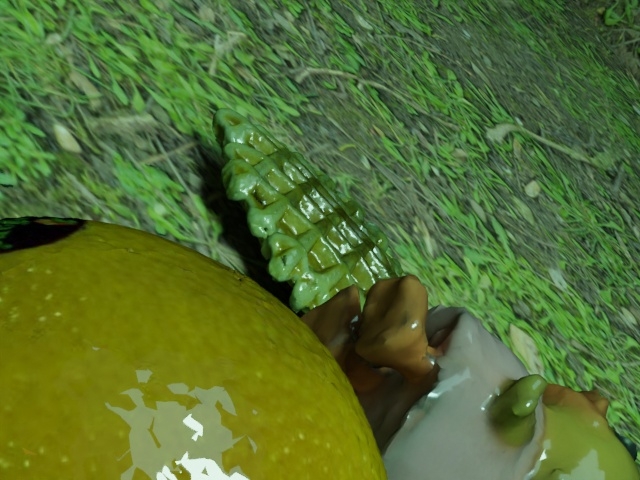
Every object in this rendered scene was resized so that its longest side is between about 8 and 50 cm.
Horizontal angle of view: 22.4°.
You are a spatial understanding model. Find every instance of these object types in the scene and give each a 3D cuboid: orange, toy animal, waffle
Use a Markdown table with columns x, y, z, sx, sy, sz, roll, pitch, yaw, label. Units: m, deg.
| x | y | z | sx | sy | sz | roll | pitch | yaw | label |
| --- | --- | --- | --- | --- | --- | --- | --- | --- | --- |
| -0.107 | 0.124 | 0.612 | 0.274 | 0.274 | 0.274 | 37 | 24 | -20 | orange |
| 0.114 | 0.150 | 1.097 | 0.281 | 0.195 | 0.169 | 30 | 66 | -25 | toy animal |
| 0.000 | 0.000 | 1.277 | 0.214 | 0.054 | 0.208 | 33 | 22 | -42 | waffle |
